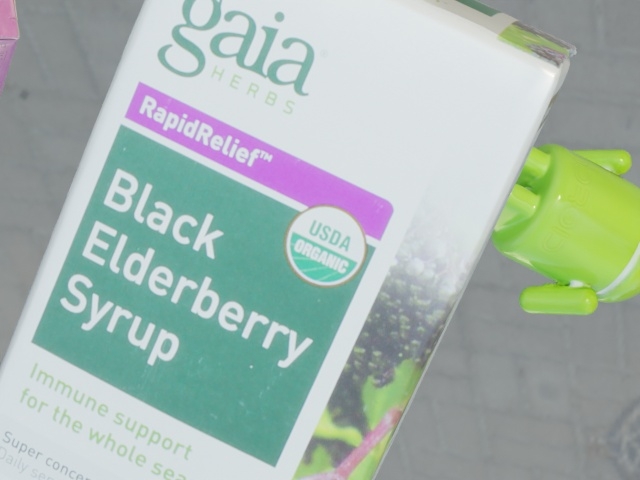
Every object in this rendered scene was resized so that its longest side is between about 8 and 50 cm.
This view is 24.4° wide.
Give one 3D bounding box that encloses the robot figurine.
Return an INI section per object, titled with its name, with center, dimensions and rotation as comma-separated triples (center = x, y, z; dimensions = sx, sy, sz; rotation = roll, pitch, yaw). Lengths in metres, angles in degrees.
[robot figurine]
center = 0.139, -0.009, 0.798
dimensions = 0.115, 0.101, 0.067
rotation = 25, 154, -18

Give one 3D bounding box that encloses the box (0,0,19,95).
[box]
center = -0.340, -0.222, 1.263
dimensions = 0.117, 0.213, 0.243
rotation = -5, 167, -19

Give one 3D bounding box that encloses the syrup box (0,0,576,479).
[syrup box]
center = -0.026, 0.039, 0.386
dimensions = 0.093, 0.096, 0.237
rotation = 26, 104, 6
